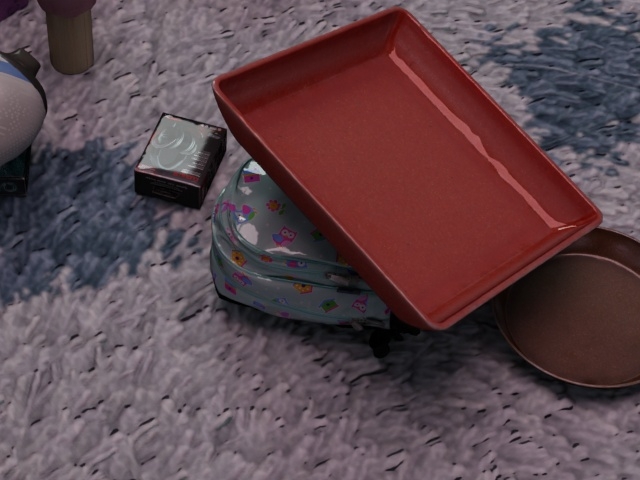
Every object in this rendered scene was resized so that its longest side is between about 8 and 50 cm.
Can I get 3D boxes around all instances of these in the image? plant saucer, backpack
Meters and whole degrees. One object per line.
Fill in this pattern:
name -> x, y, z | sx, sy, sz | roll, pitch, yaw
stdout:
plant saucer -> 0.067, -0.056, 1.289 | 0.258, 0.048, 0.259 | 48, 42, 12
backpack -> 0.000, 0.000, 1.329 | 0.182, 0.115, 0.152 | 8, 49, -3
plant saucer -> 0.224, 0.060, 1.355 | 0.168, 0.029, 0.168 | 2, 50, -3

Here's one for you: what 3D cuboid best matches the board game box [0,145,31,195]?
board game box -> -0.350, -0.094, 1.440 | 0.186, 0.026, 0.126 | 0, 52, -4

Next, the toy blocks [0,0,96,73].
toy blocks -> -0.248, -0.374, 1.523 | 0.309, 0.260, 0.288 | 36, 58, 22

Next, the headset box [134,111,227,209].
headset box -> -0.124, -0.068, 1.431 | 0.062, 0.032, 0.083 | 15, 50, 8

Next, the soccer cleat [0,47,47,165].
soccer cleat -> -0.394, -0.153, 1.392 | 0.331, 0.116, 0.143 | 26, 53, 16
